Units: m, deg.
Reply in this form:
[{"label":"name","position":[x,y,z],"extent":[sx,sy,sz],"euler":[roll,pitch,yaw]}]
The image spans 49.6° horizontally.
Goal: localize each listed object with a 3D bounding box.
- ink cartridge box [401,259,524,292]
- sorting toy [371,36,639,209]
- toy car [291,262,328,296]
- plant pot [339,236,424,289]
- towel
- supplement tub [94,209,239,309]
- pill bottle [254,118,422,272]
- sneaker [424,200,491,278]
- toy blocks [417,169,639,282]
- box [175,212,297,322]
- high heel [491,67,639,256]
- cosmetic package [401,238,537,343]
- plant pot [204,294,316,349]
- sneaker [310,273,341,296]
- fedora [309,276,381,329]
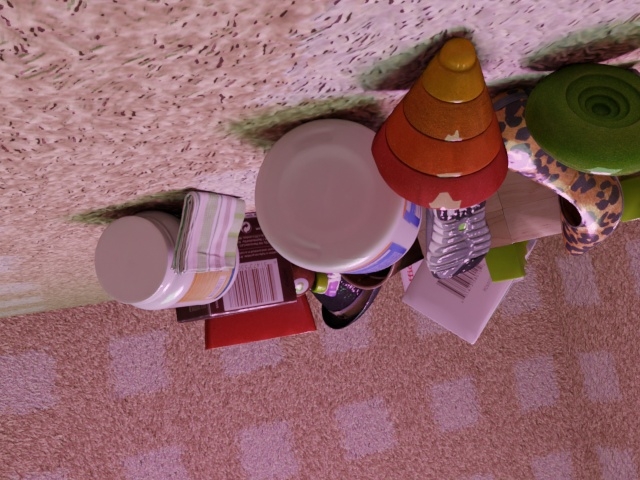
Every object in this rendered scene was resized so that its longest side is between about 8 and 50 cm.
[{"label":"ink cartridge box","position":[0.334,0.024,1.709],"extent":[0.278,0.202,0.117],"euler":[-14,174,43]},{"label":"sorting toy","position":[0.223,-0.135,0.575],"extent":[0.365,0.127,0.126],"euler":[-12,145,-7]},{"label":"toy car","position":[-0.039,0.035,1.563],"extent":[0.154,0.149,0.188],"euler":[3,159,-22]},{"label":"plant pot","position":[0.127,-0.009,1.288],"extent":[0.165,0.167,0.167],"euler":[-15,179,-42]},{"label":"towel","position":[-0.150,-0.009,0.972],"extent":[0.023,0.113,0.152],"euler":[15,-175,21]},{"label":"supplement tub","position":[-0.225,0.029,1.041],"extent":[0.144,0.145,0.199],"euler":[-12,174,19]},{"label":"pill bottle","position":[0.036,-0.038,0.791],"extent":[0.152,0.153,0.272],"euler":[-11,174,12]},{"label":"sneaker","position":[0.163,-0.054,0.906],"extent":[0.086,0.132,0.229],"euler":[-16,147,-4]},{"label":"toy blocks","position":[0.322,-0.073,1.011],"extent":[0.381,0.191,0.260],"euler":[-15,-176,43]},{"label":"box","position":[-0.168,0.052,1.264],"extent":[0.168,0.167,0.203],"euler":[-8,174,-29]},{"label":"high heel","position":[0.237,-0.061,0.765],"extent":[0.186,0.093,0.261],"euler":[-14,135,-5]},{"label":"cosmetic package","position":[0.297,0.049,1.332],"extent":[0.155,0.197,0.365],"euler":[31,-166,16]},{"label":"plant pot","position":[-0.169,0.134,1.762],"extent":[0.266,0.236,0.267],"euler":[-10,175,-6]},{"label":"sneaker","position":[0.057,0.062,1.836],"extent":[0.102,0.161,0.282],"euler":[-2,170,-45]},{"label":"fedora","position":[0.051,0.099,2.046],"extent":[0.152,0.334,0.334],"euler":[29,158,-21]}]
